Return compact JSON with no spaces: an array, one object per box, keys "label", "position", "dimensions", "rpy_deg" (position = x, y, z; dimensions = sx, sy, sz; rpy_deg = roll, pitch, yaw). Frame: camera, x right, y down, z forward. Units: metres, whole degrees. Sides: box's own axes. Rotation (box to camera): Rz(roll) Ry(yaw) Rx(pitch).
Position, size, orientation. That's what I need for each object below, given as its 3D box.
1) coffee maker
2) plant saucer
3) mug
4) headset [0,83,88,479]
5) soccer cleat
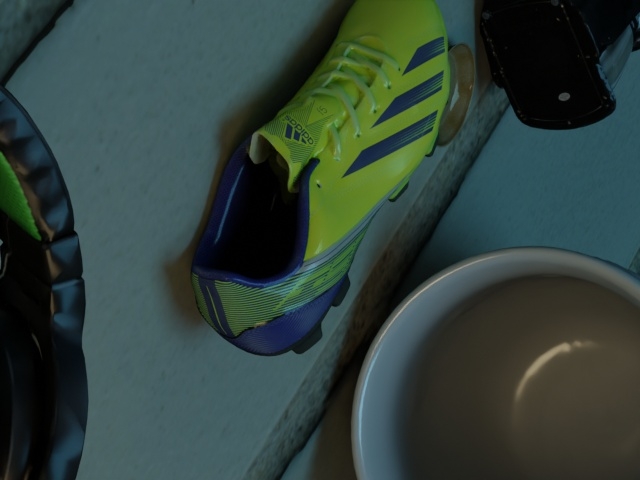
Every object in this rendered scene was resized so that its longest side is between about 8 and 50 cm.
[{"label":"coffee maker","position":[0.216,-0.203,1.562],"dimensions":[0.178,0.120,0.171],"rpy_deg":[-49,145,-43]},{"label":"plant saucer","position":[0.096,-0.114,1.488],"dimensions":[0.083,0.015,0.083],"rpy_deg":[-41,139,-49]},{"label":"mug","position":[0.166,0.185,1.568],"dimensions":[0.374,0.276,0.328],"rpy_deg":[-45,165,10]},{"label":"headset","position":[-0.225,0.083,0.772],"dimensions":[0.243,0.185,0.394],"rpy_deg":[-13,118,-29]},{"label":"soccer cleat","position":[0.004,-0.063,1.239],"dimensions":[0.289,0.093,0.121],"rpy_deg":[-64,147,-21]}]
